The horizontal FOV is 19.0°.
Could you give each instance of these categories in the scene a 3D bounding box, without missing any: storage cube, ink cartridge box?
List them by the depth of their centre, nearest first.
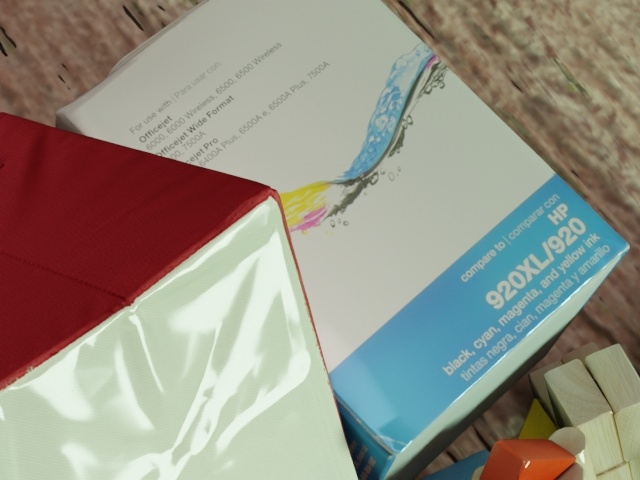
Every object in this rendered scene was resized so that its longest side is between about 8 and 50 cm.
[{"bbox_3d":[-0.124,0.077,0.850,0.193,0.215,0.184,17,42,42],"label":"storage cube"},{"bbox_3d":[0.000,0.000,0.975,0.168,0.171,0.232,-40,79,-21],"label":"ink cartridge box"}]

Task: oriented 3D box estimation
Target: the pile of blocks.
[{"bbox_3d":[0.068,0.174,0.908,0.149,0.112,0.362,3,47,23],"label":"pile of blocks"}]
